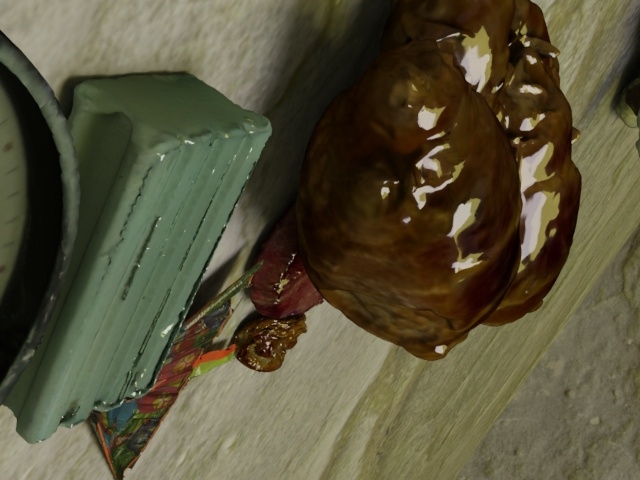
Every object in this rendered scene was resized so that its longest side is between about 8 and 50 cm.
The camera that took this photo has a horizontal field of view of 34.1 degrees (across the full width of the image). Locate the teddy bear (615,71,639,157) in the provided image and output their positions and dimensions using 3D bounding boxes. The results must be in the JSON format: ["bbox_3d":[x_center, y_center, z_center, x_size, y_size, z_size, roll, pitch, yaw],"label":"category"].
[{"bbox_3d":[0.561,-0.191,1.379,0.327,0.375,0.362,-39,144,-5],"label":"teddy bear"}]

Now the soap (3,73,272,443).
[{"bbox_3d":[-0.113,0.008,0.582,0.115,0.063,0.198,-18,140,-60],"label":"soap"}]

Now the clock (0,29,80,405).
[{"bbox_3d":[-0.227,0.035,0.375,0.325,0.067,0.325,-44,157,-24],"label":"clock"}]

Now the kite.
[{"bbox_3d":[-0.122,0.110,0.794,0.183,0.014,0.241,-15,140,-59],"label":"kite"}]

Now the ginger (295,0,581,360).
[{"bbox_3d":[0.101,-0.054,0.756,0.357,0.153,0.274,-1,113,-61],"label":"ginger"}]

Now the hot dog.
[{"bbox_3d":[-0.041,0.084,0.900,0.058,0.035,0.083,-57,160,19],"label":"hot dog"}]

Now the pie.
[{"bbox_3d":[0.000,0.000,0.852,0.154,0.036,0.154,-44,158,-24],"label":"pie"}]
